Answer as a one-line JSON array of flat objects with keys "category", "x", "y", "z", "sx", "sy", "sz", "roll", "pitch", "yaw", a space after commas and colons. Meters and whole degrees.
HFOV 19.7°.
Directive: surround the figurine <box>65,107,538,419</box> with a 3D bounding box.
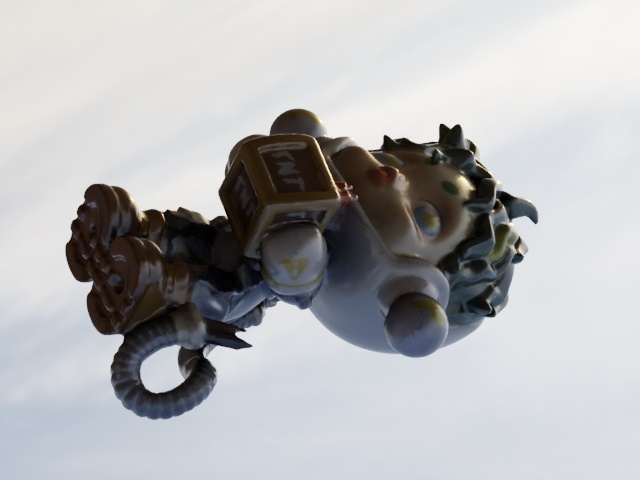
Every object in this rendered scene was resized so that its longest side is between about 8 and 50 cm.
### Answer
[{"category": "figurine", "x": 0.000, "y": -0.004, "z": 1.451, "sx": 0.382, "sy": 0.261, "sz": 0.186, "roll": 0, "pitch": 149, "yaw": -34}]
